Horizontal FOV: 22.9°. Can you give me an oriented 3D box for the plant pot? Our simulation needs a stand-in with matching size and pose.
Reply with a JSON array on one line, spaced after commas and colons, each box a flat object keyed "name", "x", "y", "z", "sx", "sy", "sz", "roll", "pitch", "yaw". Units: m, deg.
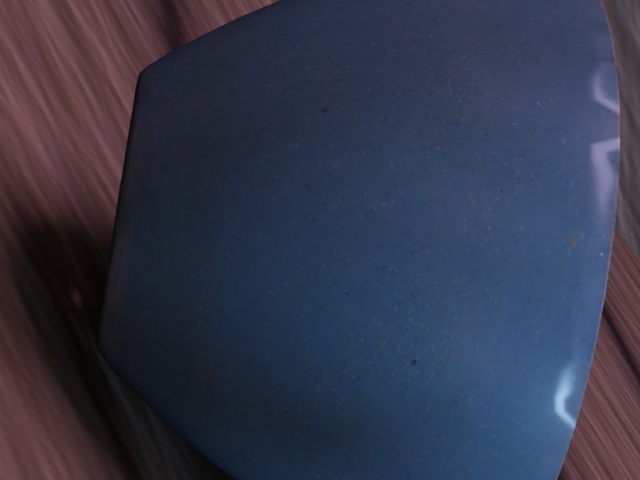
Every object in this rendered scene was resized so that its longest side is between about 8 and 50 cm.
[{"name": "plant pot", "x": 0.000, "y": 0.000, "z": 0.752, "sx": 0.196, "sy": 0.290, "sz": 0.290, "roll": 9, "pitch": 29, "yaw": -8}]
